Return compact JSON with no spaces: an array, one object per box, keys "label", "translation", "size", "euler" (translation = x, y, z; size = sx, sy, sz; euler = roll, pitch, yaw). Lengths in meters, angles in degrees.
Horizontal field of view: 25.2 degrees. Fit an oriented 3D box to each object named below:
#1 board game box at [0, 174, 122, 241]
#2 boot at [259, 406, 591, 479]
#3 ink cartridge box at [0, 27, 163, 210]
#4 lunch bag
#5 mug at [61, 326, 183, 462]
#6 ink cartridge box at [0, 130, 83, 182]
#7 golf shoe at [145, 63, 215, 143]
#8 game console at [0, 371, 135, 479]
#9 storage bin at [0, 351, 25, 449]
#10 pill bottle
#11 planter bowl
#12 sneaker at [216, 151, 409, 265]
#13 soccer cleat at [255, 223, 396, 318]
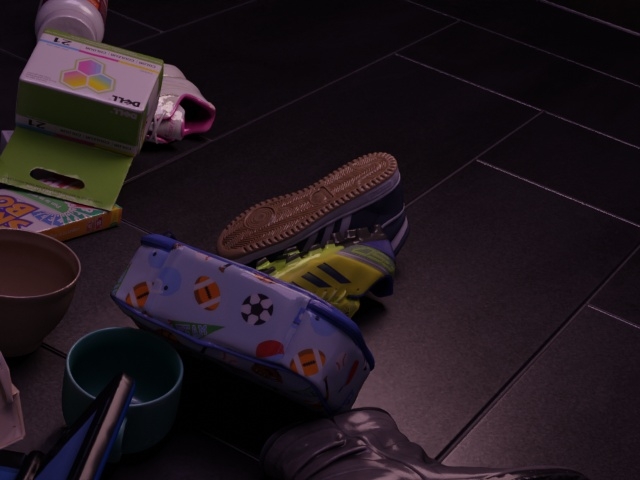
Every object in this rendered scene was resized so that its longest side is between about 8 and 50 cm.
[{"label":"board game box","translation":[-0.412,-0.031,1.972],"size":[0.124,0.039,0.259],"euler":[31,36,32]},{"label":"boot","translation":[0.121,0.254,1.583],"size":[0.338,0.118,0.223],"euler":[2,23,-28]},{"label":"ink cartridge box","translation":[-0.348,-0.176,2.068],"size":[0.189,0.097,0.255],"euler":[15,42,-2]},{"label":"lunch bag","translation":[-0.091,0.102,1.677],"size":[0.303,0.115,0.243],"euler":[24,-12,18]},{"label":"mug","translation":[-0.228,0.179,1.578],"size":[0.129,0.097,0.158],"euler":[30,39,21]},{"label":"ink cartridge box","translation":[-0.405,-0.123,2.125],"size":[0.122,0.052,0.088],"euler":[-4,33,-26]},{"label":"golf shoe","translation":[-0.295,-0.205,2.265],"size":[0.140,0.115,0.306],"euler":[34,36,30]},{"label":"game console","translation":[-0.336,0.237,1.365],"size":[0.173,0.250,0.293],"euler":[36,25,-12]},{"label":"storage bin","translation":[-0.449,0.142,1.409],"size":[0.260,0.123,0.262],"euler":[-10,12,-22]},{"label":"pill bottle","translation":[-0.441,-0.388,2.531],"size":[0.121,0.121,0.221],"euler":[8,28,-10]},{"label":"planter bowl","translation":[-0.374,0.070,1.713],"size":[0.162,0.109,0.162],"euler":[10,27,-5]},{"label":"sneaker","translation":[0.000,0.000,2.038],"size":[0.282,0.153,0.099],"euler":[-27,40,-7]},{"label":"soccer cleat","translation":[0.005,0.059,1.885],"size":[0.093,0.121,0.289],"euler":[-10,5,41]}]
